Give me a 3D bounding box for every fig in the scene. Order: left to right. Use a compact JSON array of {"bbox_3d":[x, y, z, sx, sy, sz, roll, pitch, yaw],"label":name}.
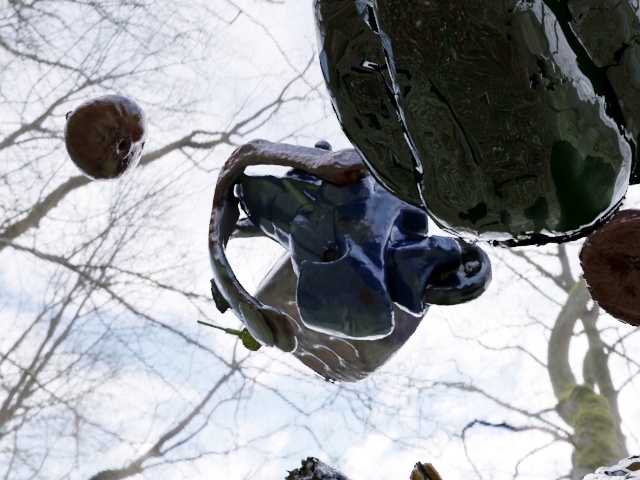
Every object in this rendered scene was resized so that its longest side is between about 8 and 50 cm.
[{"bbox_3d":[-0.401,-0.190,1.329,0.143,0.231,0.160,20,-91,-23],"label":"fig"}]

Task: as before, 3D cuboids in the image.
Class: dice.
[{"bbox_3d":[0.047,0.095,1.403,0.270,0.271,0.270,40,-29,-4],"label":"dice"}]

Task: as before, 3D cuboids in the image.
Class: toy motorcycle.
[{"bbox_3d":[0.006,0.018,0.784,0.241,0.319,0.182,-45,-46,-4],"label":"toy motorcycle"}]

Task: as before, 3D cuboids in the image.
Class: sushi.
[{"bbox_3d":[-0.022,0.489,1.368,0.115,0.147,0.212,36,-49,-2],"label":"sushi"}]

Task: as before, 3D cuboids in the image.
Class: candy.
[{"bbox_3d":[-0.208,0.208,1.652,0.194,0.062,0.058,10,-32,29],"label":"candy"}]

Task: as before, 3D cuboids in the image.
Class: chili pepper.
[{"bbox_3d":[0.126,-0.139,0.539,0.233,0.249,0.256,-39,-59,-14],"label":"chili pepper"}]

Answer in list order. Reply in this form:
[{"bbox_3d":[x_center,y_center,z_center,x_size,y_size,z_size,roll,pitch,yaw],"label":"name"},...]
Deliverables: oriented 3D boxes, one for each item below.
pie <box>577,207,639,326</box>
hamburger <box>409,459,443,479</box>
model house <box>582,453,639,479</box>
[{"bbox_3d":[0.456,0.039,1.013,0.182,0.050,0.182,18,-59,32],"label":"pie"},{"bbox_3d":[0.302,0.685,1.974,0.087,0.166,0.137,-31,-30,-7],"label":"hamburger"},{"bbox_3d":[0.487,0.293,0.504,0.395,0.399,0.445,-17,-14,-26],"label":"model house"}]
